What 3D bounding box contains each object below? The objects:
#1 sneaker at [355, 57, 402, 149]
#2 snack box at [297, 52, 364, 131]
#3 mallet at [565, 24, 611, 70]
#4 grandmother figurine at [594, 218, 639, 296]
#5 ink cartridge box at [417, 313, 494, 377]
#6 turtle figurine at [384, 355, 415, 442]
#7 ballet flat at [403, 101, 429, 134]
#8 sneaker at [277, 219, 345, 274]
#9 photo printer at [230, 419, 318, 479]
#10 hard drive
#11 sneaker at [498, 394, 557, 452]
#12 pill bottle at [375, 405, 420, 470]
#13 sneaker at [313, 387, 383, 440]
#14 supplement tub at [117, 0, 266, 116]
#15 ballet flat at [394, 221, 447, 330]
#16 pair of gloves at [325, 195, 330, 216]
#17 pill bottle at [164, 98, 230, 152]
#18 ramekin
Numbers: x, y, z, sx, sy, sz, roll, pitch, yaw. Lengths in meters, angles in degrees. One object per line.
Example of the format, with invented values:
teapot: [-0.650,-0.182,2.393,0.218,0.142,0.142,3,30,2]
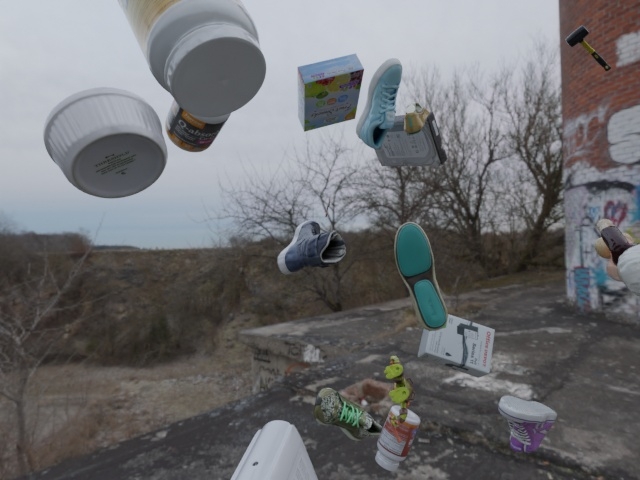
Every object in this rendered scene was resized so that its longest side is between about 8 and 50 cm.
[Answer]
sneaker: [0.262,-0.527,1.596,0.135,0.150,0.365,-19,-32,-26]
snack box: [0.024,-0.424,1.167,0.175,0.070,0.207,-17,-19,-9]
mallet: [0.909,-0.638,1.329,0.190,0.039,0.062,28,-46,-10]
grandmother figurine: [0.607,0.050,0.765,0.208,0.104,0.343,45,24,24]
ink cartridge box: [0.441,0.334,1.296,0.209,0.152,0.086,18,-26,3]
turtle figurine: [0.252,0.480,1.251,0.087,0.269,0.217,-2,-30,14]
ballet flat: [0.308,-0.411,1.295,0.080,0.073,0.232,-14,26,22]
sneaker: [0.001,0.002,1.064,0.164,0.086,0.226,-17,25,29]
photo printer: [-0.093,0.548,0.758,0.107,0.255,0.307,-17,10,16]
hard drive: [0.376,-0.442,1.788,0.339,0.236,0.064,13,51,47]
sneaker: [0.615,0.573,1.218,0.282,0.160,0.102,24,4,-32]
pill bottle: [0.295,0.769,1.557,0.121,0.215,0.121,22,1,0]
sneaker: [0.135,0.759,1.742,0.182,0.157,0.410,-12,-42,40]
supplement tub: [-0.167,-0.277,0.519,0.145,0.199,0.144,-25,-19,-9]
ballet flat: [0.225,0.082,0.915,0.086,0.248,0.086,-12,-6,-1]
pair of gloves: [0.036,-0.158,1.861,0.010,0.083,0.074,11,35,-2]
pill bottle: [-0.363,-0.397,1.212,0.162,0.162,0.278,3,-18,-32]
ramekin: [-0.506,-0.220,0.978,0.273,0.127,0.272,-28,-24,-14]
